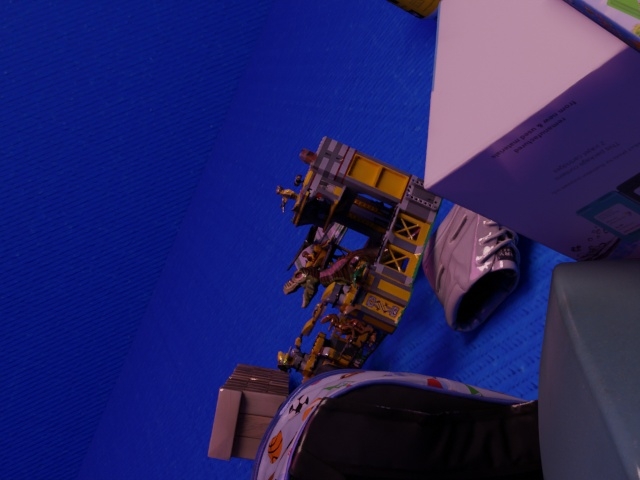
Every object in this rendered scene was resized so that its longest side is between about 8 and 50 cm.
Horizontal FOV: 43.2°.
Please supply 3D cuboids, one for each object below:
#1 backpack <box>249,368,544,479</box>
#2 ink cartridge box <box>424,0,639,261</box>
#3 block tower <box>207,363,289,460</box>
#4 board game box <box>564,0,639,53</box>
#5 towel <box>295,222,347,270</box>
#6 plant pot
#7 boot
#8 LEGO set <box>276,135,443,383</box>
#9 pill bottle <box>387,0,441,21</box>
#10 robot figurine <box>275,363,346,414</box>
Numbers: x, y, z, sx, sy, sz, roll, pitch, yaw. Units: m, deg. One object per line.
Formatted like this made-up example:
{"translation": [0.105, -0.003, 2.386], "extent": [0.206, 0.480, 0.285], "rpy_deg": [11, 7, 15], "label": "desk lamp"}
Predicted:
{"translation": [0.069, 0.231, 0.713], "extent": [0.213, 0.263, 0.277], "rpy_deg": [-17, 55, 64], "label": "backpack"}
{"translation": [0.247, -0.105, 0.600], "extent": [0.197, 0.270, 0.198], "rpy_deg": [-37, 37, 50], "label": "ink cartridge box"}
{"translation": [-0.094, 0.245, 1.178], "extent": [0.335, 0.097, 0.091], "rpy_deg": [96, -178, -87], "label": "block tower"}
{"translation": [0.197, -0.171, 0.400], "extent": [0.160, 0.039, 0.211], "rpy_deg": [-48, 33, 18], "label": "board game box"}
{"translation": [0.000, 0.000, 1.432], "extent": [0.152, 0.023, 0.113], "rpy_deg": [-61, 23, 18], "label": "towel"}
{"translation": [0.230, 0.117, 0.522], "extent": [0.234, 0.165, 0.166], "rpy_deg": [-93, 0, -58], "label": "plant pot"}
{"translation": [0.200, -0.015, 0.886], "extent": [0.123, 0.095, 0.258], "rpy_deg": [-104, 29, -47], "label": "boot"}
{"translation": [0.006, 0.032, 1.024], "extent": [0.331, 0.192, 0.255], "rpy_deg": [114, 180, -67], "label": "LEGO set"}
{"translation": [0.143, -0.409, 1.225], "extent": [0.119, 0.208, 0.119], "rpy_deg": [-50, 27, 38], "label": "pill bottle"}
{"translation": [0.004, 0.289, 0.933], "extent": [0.173, 0.209, 0.278], "rpy_deg": [17, 83, 24], "label": "robot figurine"}
